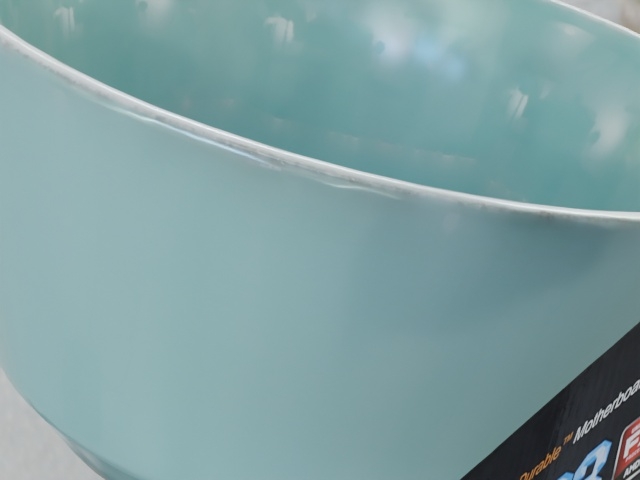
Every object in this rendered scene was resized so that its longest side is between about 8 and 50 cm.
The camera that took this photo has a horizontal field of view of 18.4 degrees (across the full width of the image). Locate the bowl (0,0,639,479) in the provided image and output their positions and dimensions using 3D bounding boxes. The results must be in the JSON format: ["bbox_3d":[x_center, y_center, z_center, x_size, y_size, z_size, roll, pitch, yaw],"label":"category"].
[{"bbox_3d":[0.000,0.000,0.713,0.311,0.163,0.311,14,20,-5],"label":"bowl"}]

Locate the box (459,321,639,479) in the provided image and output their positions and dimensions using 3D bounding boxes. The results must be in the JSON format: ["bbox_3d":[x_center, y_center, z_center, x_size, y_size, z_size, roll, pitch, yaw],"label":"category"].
[{"bbox_3d":[0.177,0.120,0.450,0.295,0.293,0.073,28,52,-8],"label":"box"}]
